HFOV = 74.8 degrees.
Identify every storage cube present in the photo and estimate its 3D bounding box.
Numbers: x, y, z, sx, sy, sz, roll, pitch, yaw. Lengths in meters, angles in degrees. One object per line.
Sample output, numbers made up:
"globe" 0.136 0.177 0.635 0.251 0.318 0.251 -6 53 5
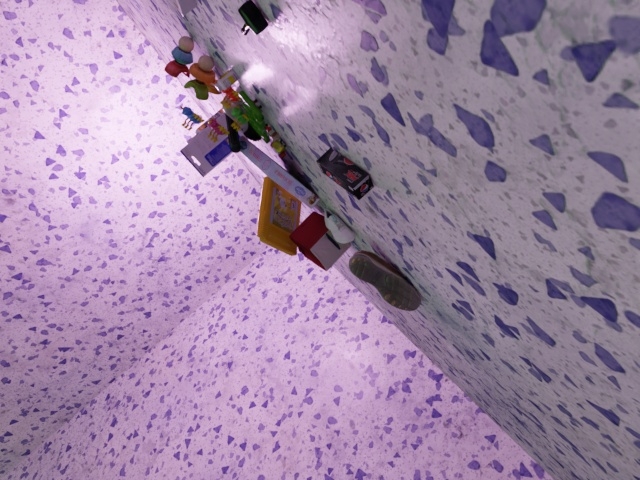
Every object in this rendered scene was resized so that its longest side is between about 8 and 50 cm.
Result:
"storage cube" 0.000 0.000 2.070 0.193 0.215 0.184 32 163 49

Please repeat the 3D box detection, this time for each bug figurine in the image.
"bug figurine" -0.404 -0.506 1.662 0.216 0.279 0.072 44 -151 -52

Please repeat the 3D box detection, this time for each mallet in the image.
"mallet" -0.166 -0.490 0.932 0.062 0.039 0.190 51 178 -31

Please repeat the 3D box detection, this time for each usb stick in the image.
"usb stick" -0.386 -0.505 1.822 0.077 0.045 0.278 91 167 -65

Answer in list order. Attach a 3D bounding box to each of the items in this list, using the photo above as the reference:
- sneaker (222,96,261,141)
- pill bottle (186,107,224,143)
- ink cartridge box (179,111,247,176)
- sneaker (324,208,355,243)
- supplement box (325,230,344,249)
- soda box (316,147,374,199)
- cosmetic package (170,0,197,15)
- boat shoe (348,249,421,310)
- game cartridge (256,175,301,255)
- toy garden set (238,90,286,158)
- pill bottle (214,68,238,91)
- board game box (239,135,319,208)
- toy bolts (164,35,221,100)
"sneaker" -0.325 -0.519 1.781 0.237 0.085 0.086 46 -150 -43
"pill bottle" -0.519 -0.528 2.090 0.162 0.278 0.162 47 173 7
"ink cartridge box" -0.481 -0.464 1.956 0.165 0.332 0.065 53 170 -29
"sneaker" 0.069 -0.066 1.789 0.212 0.080 0.094 44 161 48
"supplement box" 0.084 -0.020 1.888 0.083 0.083 0.056 46 174 28
"soda box" 0.064 -0.179 1.115 0.169 0.060 0.053 43 173 38
"cosmetic package" -0.451 -0.756 1.164 0.239 0.060 0.099 49 175 -1
"boat shoe" 0.260 0.144 1.628 0.324 0.123 0.116 40 -152 -2
"game cartridge" -0.195 -0.115 2.067 0.052 0.324 0.285 -10 157 31
"toy garden set" -0.201 -0.426 1.555 0.204 0.049 0.244 50 174 8
"pill bottle" -0.329 -0.555 1.457 0.043 0.083 0.043 48 174 7
"board game box" -0.192 -0.301 1.855 0.318 0.066 0.318 33 -172 -49
"toy bolts" -0.485 -0.702 1.679 0.228 0.158 0.218 38 -146 6
